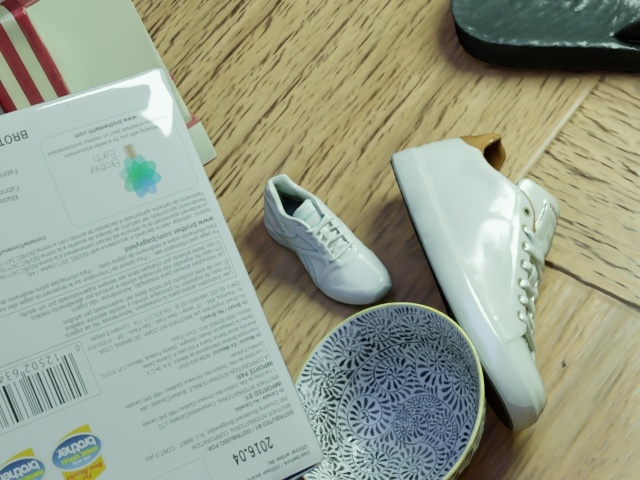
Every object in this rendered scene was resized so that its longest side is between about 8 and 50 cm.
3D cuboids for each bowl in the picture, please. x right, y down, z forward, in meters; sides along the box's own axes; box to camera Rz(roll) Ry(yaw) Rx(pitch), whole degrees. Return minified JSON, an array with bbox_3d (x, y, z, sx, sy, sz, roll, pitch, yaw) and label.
[{"bbox_3d":[0.066,0.142,1.364,0.170,0.080,0.170,-13,61,25],"label":"bowl"}]

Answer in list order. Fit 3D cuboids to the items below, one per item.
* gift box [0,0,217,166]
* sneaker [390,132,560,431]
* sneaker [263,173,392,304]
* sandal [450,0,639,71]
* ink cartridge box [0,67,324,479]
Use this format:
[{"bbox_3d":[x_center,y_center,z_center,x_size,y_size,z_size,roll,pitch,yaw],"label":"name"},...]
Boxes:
[{"bbox_3d":[-0.262,-0.136,1.531,0.255,0.258,0.276,-31,37,-8],"label":"gift box"},{"bbox_3d":[0.151,0.018,1.426,0.123,0.106,0.290,-19,54,1],"label":"sneaker"},{"bbox_3d":[0.000,0.000,1.498,0.054,0.061,0.152,-40,60,-18],"label":"sneaker"},{"bbox_3d":[0.337,-0.229,1.554,0.446,0.107,0.167,-3,56,9],"label":"sandal"},{"bbox_3d":[-0.181,0.103,1.292,0.270,0.151,0.395,-21,85,-32],"label":"ink cartridge box"}]
